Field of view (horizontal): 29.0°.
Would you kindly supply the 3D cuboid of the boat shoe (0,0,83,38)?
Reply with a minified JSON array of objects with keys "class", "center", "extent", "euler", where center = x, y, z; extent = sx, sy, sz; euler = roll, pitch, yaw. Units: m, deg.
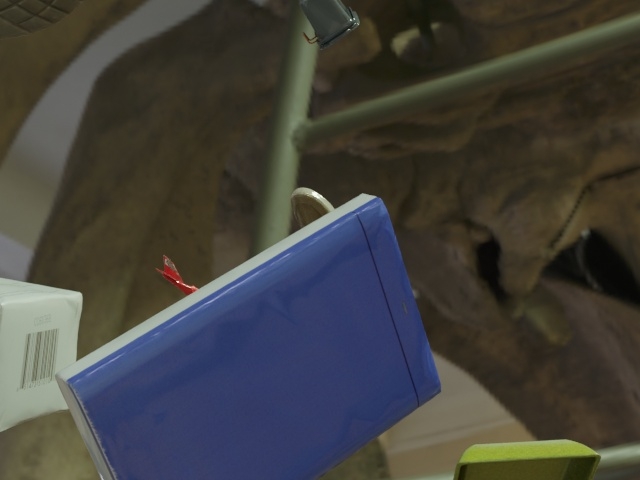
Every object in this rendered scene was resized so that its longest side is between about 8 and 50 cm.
[{"class":"boat shoe","center":[-0.375,-0.381,1.711],"extent":[0.324,0.116,0.123],"euler":[-33,-54,-22]}]

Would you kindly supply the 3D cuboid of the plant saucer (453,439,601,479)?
[{"class":"plant saucer","center":[0.260,0.322,1.649],"extent":[0.188,0.045,0.188],"euler":[-2,-42,-5]}]

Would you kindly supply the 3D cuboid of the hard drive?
[{"class":"hard drive","center":[-0.047,0.124,1.069],"extent":[0.319,0.210,0.040],"euler":[-31,27,-26]}]

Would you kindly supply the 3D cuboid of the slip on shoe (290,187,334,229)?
[{"class":"slip on shoe","center":[0.000,0.000,1.479],"extent":[0.051,0.041,0.135],"euler":[-3,-55,35]}]

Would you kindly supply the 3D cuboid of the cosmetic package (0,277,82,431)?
[{"class":"cosmetic package","center":[-0.501,0.106,1.444],"extent":[0.385,0.156,0.217],"euler":[8,3,15]}]

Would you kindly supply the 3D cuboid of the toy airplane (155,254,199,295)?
[{"class":"toy airplane","center":[-0.220,0.082,2.080],"extent":[0.028,0.151,0.151],"euler":[-50,-18,-11]}]

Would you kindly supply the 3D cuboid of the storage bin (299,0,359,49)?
[{"class":"storage bin","center":[0.001,-0.405,2.194],"extent":[0.098,0.091,0.135],"euler":[-33,19,10]}]
